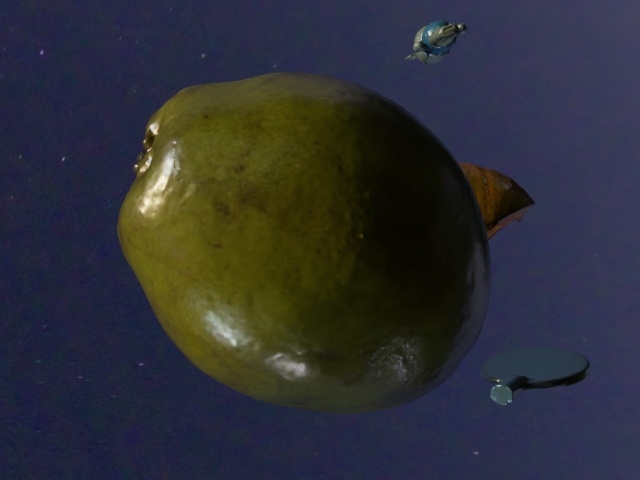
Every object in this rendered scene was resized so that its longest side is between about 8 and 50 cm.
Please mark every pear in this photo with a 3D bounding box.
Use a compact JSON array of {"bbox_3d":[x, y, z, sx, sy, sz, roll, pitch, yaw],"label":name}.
[{"bbox_3d":[0.000,0.000,0.812,0.413,0.352,0.352,29,-112,-25],"label":"pear"}]

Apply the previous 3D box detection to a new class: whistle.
[{"bbox_3d":[0.229,-0.397,1.522,0.113,0.236,0.077,-21,-85,1],"label":"whistle"}]

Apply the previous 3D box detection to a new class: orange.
[{"bbox_3d":[0.208,-0.010,1.305,0.310,0.274,0.274,1,-102,-2],"label":"orange"}]

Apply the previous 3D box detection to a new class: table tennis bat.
[{"bbox_3d":[0.417,0.266,1.552,0.329,0.215,0.044,-14,-79,-58],"label":"table tennis bat"}]
